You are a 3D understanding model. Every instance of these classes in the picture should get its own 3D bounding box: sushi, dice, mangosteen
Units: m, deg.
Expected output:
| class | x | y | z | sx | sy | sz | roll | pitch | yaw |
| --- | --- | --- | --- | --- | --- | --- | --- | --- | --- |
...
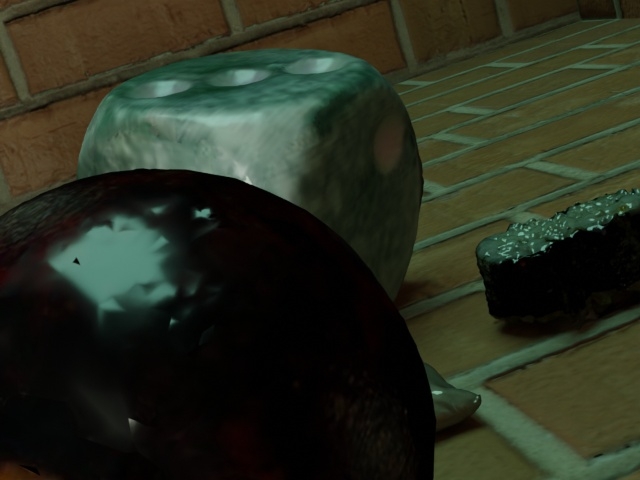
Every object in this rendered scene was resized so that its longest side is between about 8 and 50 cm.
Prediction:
| class | x | y | z | sx | sy | sz | roll | pitch | yaw |
| --- | --- | --- | --- | --- | --- | --- | --- | --- | --- |
| sushi | 0.286 | 0.027 | 1.225 | 0.213 | 0.115 | 0.147 | -20 | 11 | -4 |
| dice | -0.080 | -0.055 | 1.416 | 0.328 | 0.330 | 0.348 | 9 | 26 | 31 |
| mangosteen | -0.111 | 0.166 | 0.739 | 0.381 | 0.421 | 0.381 | 15 | -10 | 3 |

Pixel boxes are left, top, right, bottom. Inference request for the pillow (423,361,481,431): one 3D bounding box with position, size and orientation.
| class | x | y | z | sx | sy | sz | roll | pitch | yaw |
| --- | --- | --- | --- | --- | --- | --- | --- | --- | --- |
| pillow | 0.006 | 0.174 | 1.093 | 0.270 | 0.067 | 0.173 | -20 | 20 | -10 |
